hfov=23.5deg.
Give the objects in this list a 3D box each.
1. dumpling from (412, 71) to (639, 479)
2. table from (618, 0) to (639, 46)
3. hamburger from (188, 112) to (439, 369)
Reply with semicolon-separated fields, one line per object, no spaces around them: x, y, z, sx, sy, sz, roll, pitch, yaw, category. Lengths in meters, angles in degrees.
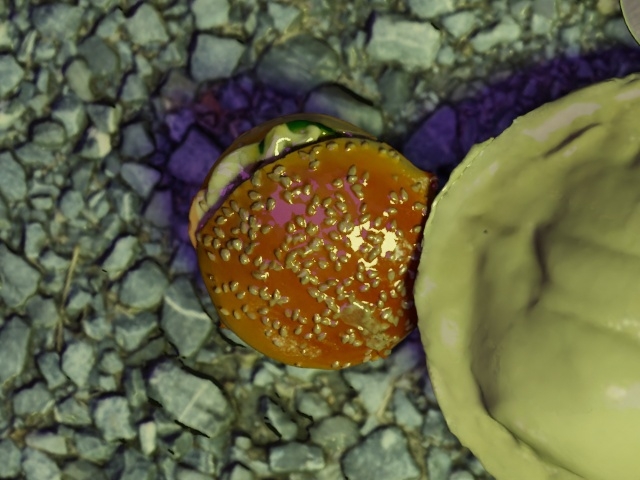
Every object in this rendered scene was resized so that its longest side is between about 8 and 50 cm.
0.237;0.030;1.227;0.315;0.233;0.395;35;93;3;dumpling
0.294;-0.193;1.176;0.126;0.220;0.126;2;98;13;table
-0.002;0.004;1.323;0.237;0.147;0.237;3;103;14;hamburger
